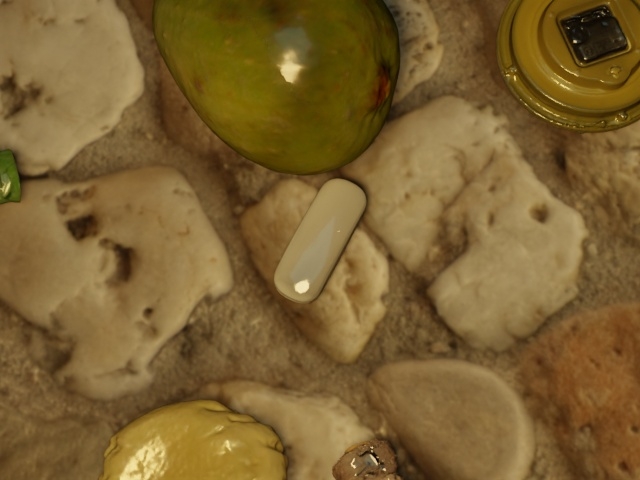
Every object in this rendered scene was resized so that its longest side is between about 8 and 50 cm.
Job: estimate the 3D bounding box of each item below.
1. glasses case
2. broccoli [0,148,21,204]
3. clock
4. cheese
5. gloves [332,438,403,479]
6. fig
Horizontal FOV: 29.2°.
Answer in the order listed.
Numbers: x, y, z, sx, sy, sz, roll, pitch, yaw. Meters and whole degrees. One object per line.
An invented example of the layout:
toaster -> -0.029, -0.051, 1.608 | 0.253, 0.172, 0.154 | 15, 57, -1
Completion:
glasses case -> 0.000, 0.000, 1.496 | 0.063, 0.041, 0.164 | 26, 78, 9
broccoli -> -0.486, -0.048, 1.449 | 0.269, 0.269, 0.254 | -38, 42, -8
clock -> 0.340, -0.252, 1.550 | 0.237, 0.057, 0.237 | 0, 74, 1
cheese -> -0.148, 0.288, 1.389 | 0.226, 0.117, 0.213 | -3, 69, 5
gloves -> 0.070, 0.298, 1.395 | 0.110, 0.094, 0.144 | -37, 69, -20
fig -> -0.064, -0.228, 1.455 | 0.326, 0.258, 0.258 | 31, 78, 21
